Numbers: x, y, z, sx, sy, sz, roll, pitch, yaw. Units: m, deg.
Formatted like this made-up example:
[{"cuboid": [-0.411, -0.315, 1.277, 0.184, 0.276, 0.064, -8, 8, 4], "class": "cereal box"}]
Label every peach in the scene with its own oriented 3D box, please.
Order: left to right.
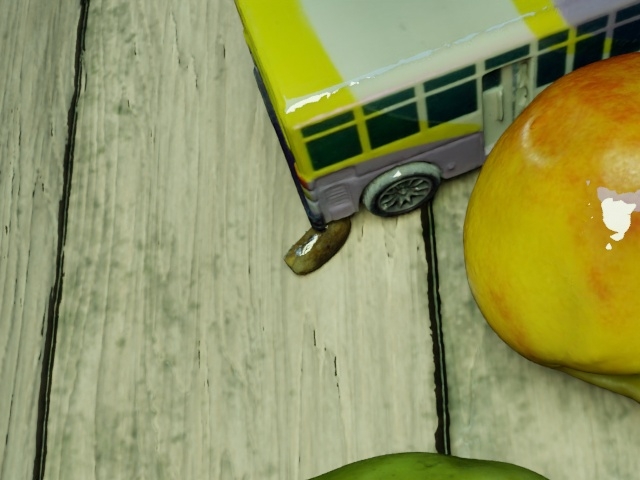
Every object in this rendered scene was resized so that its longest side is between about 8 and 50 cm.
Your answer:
[{"cuboid": [0.265, -0.024, 0.891, 0.289, 0.289, 0.307, 8, 71, 18], "class": "peach"}]

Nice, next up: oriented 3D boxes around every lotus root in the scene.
[{"cuboid": [0.002, 0.001, 1.077, 0.030, 0.037, 0.083, 39, 79, 23], "class": "lotus root"}]

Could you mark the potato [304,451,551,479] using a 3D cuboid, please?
[{"cuboid": [0.074, 0.275, 0.834, 0.304, 0.216, 0.215, -14, 62, 21], "class": "potato"}]

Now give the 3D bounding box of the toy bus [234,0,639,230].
[{"cuboid": [0.152, -0.209, 1.013, 0.440, 0.249, 0.209, -20, 62, -1], "class": "toy bus"}]
